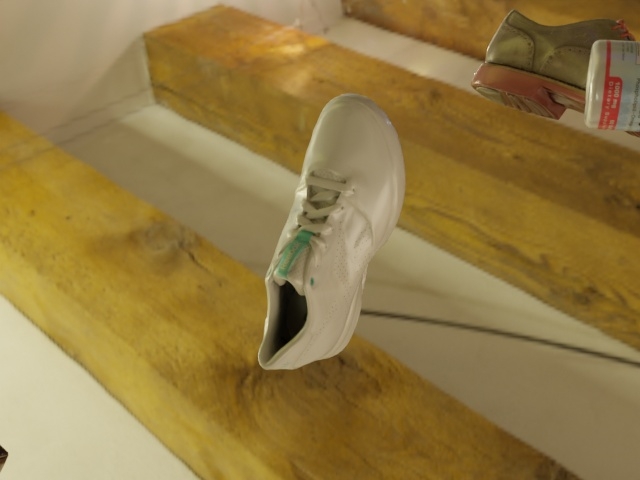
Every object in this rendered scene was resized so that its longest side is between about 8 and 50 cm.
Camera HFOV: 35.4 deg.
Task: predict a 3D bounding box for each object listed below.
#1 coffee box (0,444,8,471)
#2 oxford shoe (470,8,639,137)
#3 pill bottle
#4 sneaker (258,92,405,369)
[{"bbox_3d":[-0.276,0.166,0.497,0.141,0.246,0.098,36,-161,19],"label":"coffee box"},{"bbox_3d":[0.349,-0.200,1.179,0.348,0.130,0.123,19,179,28],"label":"oxford shoe"},{"bbox_3d":[0.340,-0.146,0.970,0.160,0.087,0.087,5,-144,12],"label":"pill bottle"},{"bbox_3d":[0.000,0.000,0.731,0.080,0.212,0.094,20,-161,28],"label":"sneaker"}]
